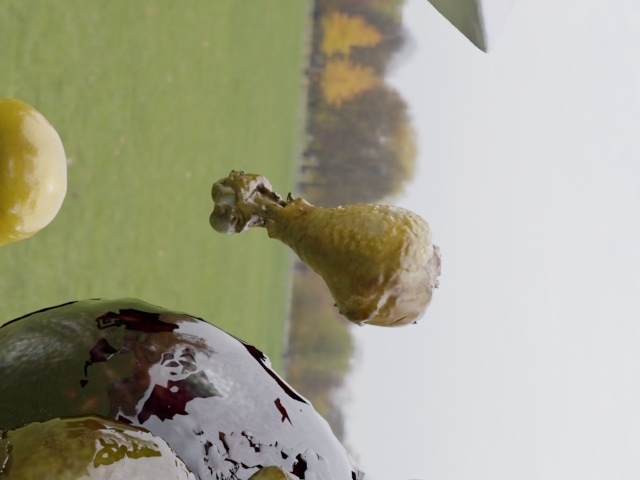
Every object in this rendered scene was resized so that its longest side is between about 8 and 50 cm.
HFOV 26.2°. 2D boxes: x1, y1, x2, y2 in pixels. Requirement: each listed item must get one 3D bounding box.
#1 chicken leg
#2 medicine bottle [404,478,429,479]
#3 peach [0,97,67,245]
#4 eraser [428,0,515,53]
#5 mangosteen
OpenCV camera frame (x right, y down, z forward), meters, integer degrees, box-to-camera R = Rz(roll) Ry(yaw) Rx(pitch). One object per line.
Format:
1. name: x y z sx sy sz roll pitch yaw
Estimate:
1. chicken leg: 0.001 -0.003 1.180 0.107 0.251 0.087 -29 133 -43
2. medicine bottle: 0.066 0.332 1.294 0.122 0.122 0.212 -86 -161 -50
3. peach: -0.366 -0.078 1.544 0.103 0.179 0.179 38 53 -64
4. eraser: 0.083 -0.309 0.775 0.213 0.082 0.397 -64 157 -22
5. mangosteen: -0.132 0.214 0.903 0.421 0.381 0.381 129 -32 -63
